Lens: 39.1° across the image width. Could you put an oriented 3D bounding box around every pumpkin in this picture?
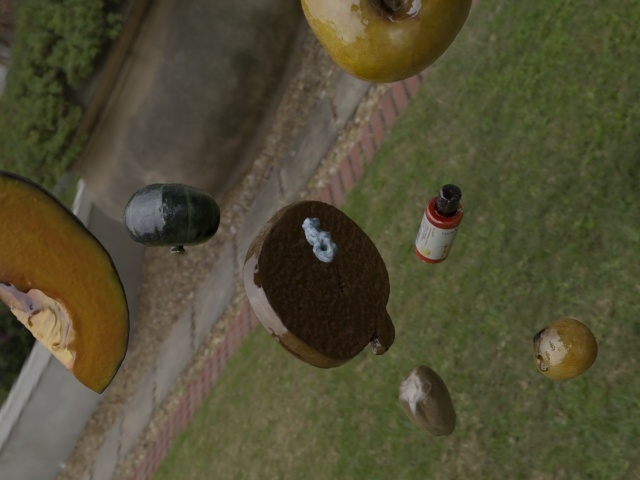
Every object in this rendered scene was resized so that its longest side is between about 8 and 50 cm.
[{"bbox_3d":[-0.317,0.004,0.936,0.148,0.312,0.169,-48,19,-1],"label":"pumpkin"},{"bbox_3d":[-0.257,-0.039,1.565,0.167,0.167,0.125,-10,62,66],"label":"pumpkin"}]

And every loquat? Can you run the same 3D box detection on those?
[{"bbox_3d":[0.559,0.249,2.063,0.137,0.163,0.163,52,122,33],"label":"loquat"},{"bbox_3d":[0.104,-0.386,1.446,0.275,0.275,0.274,-51,27,38],"label":"loquat"}]

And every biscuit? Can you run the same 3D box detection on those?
[{"bbox_3d":[0.008,0.095,1.784,0.070,0.350,0.394,-40,4,36],"label":"biscuit"}]

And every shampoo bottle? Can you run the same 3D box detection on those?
[{"bbox_3d":[0.335,-0.052,2.506,0.278,0.104,0.104,98,178,-55],"label":"shampoo bottle"}]

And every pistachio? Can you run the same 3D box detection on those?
[{"bbox_3d":[0.243,0.363,2.009,0.108,0.185,0.126,-11,26,36],"label":"pistachio"}]

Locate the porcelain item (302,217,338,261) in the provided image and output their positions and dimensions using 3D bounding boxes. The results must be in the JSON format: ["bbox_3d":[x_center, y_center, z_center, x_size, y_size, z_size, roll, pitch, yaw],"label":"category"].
[{"bbox_3d":[0.000,0.000,1.294,0.083,0.036,0.028,-117,14,-45],"label":"porcelain item"}]
